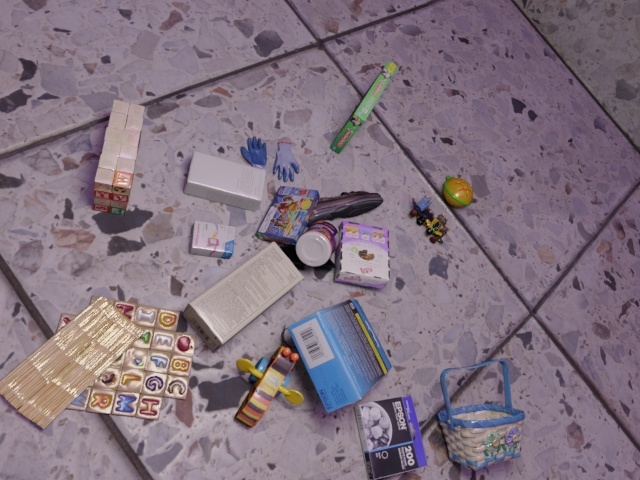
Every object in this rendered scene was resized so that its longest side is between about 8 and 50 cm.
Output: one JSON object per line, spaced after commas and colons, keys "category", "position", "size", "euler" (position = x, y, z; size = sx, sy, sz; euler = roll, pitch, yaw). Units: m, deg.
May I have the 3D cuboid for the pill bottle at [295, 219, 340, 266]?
{"category": "pill bottle", "position": [0.000, 0.000, 1.573], "size": [0.108, 0.108, 0.193], "euler": [43, 22, -2]}

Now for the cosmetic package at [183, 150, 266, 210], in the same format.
{"category": "cosmetic package", "position": [-0.292, -0.180, 1.579], "size": [0.231, 0.085, 0.117], "euler": [14, 62, -16]}

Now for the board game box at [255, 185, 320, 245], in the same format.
{"category": "board game box", "position": [-0.100, -0.082, 1.605], "size": [0.136, 0.035, 0.201], "euler": [10, 57, 23]}

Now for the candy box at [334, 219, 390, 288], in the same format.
{"category": "candy box", "position": [0.135, 0.046, 1.652], "size": [0.165, 0.070, 0.196], "euler": [11, 56, -11]}

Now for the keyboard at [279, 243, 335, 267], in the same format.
{"category": "keyboard", "position": [-0.049, 0.056, 1.591], "size": [0.192, 0.038, 0.100], "euler": [10, 33, -41]}

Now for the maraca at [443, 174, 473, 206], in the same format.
{"category": "maraca", "position": [0.522, -0.191, 1.948], "size": [0.127, 0.099, 0.185], "euler": [36, 32, -9]}

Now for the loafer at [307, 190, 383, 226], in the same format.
{"category": "loafer", "position": [0.070, -0.129, 1.709], "size": [0.303, 0.109, 0.095], "euler": [-16, 69, -26]}

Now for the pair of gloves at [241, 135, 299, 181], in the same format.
{"category": "pair of gloves", "position": [-0.167, -0.272, 1.712], "size": [0.199, 0.023, 0.159], "euler": [3, 65, -24]}

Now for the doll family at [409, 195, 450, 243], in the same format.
{"category": "doll family", "position": [0.390, -0.074, 1.849], "size": [0.111, 0.076, 0.193], "euler": [-39, 82, -28]}

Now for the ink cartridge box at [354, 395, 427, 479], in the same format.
{"category": "ink cartridge box", "position": [0.215, 0.567, 1.492], "size": [0.209, 0.045, 0.206], "euler": [-1, 68, -26]}

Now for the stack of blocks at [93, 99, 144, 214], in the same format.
{"category": "stack of blocks", "position": [-0.559, -0.242, 1.433], "size": [0.087, 0.171, 0.296], "euler": [10, 63, -20]}

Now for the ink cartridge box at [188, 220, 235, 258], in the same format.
{"category": "ink cartridge box", "position": [-0.318, -0.001, 1.503], "size": [0.123, 0.052, 0.088], "euler": [8, 65, -20]}

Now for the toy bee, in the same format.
{"category": "toy bee", "position": [-0.129, 0.344, 1.370], "size": [0.196, 0.162, 0.298], "euler": [15, 62, -16]}

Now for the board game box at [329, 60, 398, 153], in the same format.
{"category": "board game box", "position": [0.155, -0.476, 1.838], "size": [0.046, 0.213, 0.317], "euler": [35, 58, -7]}

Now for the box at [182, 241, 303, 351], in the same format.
{"category": "box", "position": [-0.213, 0.154, 1.439], "size": [0.311, 0.121, 0.148], "euler": [-36, 85, -32]}

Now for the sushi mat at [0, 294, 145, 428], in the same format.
{"category": "sushi mat", "position": [-0.602, 0.287, 1.250], "size": [0.151, 0.019, 0.316], "euler": [44, 58, -2]}

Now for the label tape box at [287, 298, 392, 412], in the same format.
{"category": "label tape box", "position": [0.068, 0.312, 1.472], "size": [0.249, 0.115, 0.348], "euler": [63, 18, 10]}

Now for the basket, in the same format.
{"category": "basket", "position": [0.485, 0.516, 1.543], "size": [0.255, 0.201, 0.288], "euler": [-4, 79, -25]}

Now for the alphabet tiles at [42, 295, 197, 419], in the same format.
{"category": "alphabet tiles", "position": [-0.500, 0.297, 1.310], "size": [0.343, 0.011, 0.284], "euler": [14, 62, -18]}
